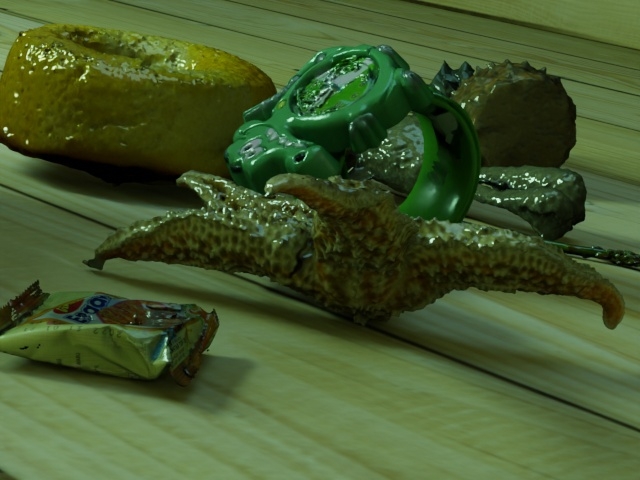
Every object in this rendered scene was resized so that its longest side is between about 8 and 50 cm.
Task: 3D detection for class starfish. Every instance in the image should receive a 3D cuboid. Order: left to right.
[{"bbox_3d":[-0.013,0.004,1.077,0.301,0.084,0.293,10,-1,-42],"label":"starfish"}]

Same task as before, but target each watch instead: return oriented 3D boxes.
[{"bbox_3d":[0.027,-0.053,1.274,0.165,0.152,0.131,-45,35,-16],"label":"watch"}]

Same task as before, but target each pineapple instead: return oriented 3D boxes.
[{"bbox_3d":[0.165,-0.128,1.731,0.128,0.128,0.248,5,10,-16],"label":"pineapple"}]

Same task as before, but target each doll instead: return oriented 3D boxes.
[{"bbox_3d":[0.090,-0.074,1.503,0.286,0.091,0.202,0,44,11],"label":"doll"}]

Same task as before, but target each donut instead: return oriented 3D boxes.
[{"bbox_3d":[-0.151,-0.107,1.440,0.253,0.118,0.253,14,12,-3],"label":"donut"}]

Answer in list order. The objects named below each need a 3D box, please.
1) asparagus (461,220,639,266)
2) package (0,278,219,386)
[{"bbox_3d":[0.181,0.003,1.380,0.166,0.013,0.016,12,-29,11],"label":"asparagus"},{"bbox_3d":[-0.117,0.048,0.931,0.121,0.031,0.108,10,12,9],"label":"package"}]
